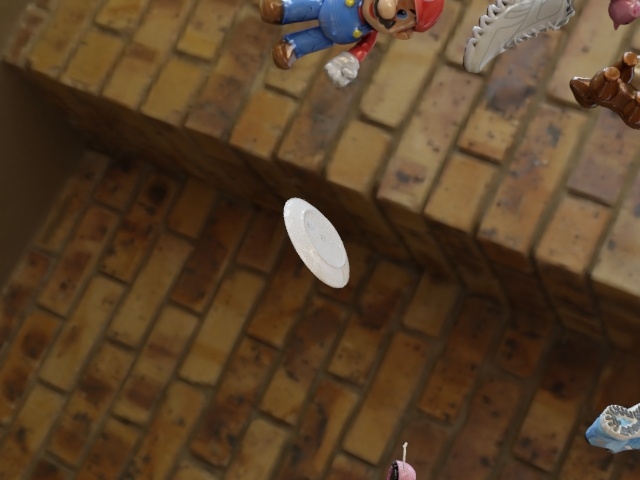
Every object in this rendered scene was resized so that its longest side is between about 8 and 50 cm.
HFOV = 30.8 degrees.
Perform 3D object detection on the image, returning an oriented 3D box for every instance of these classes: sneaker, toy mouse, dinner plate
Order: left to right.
[{"bbox_3d":[0.000,0.000,1.594,0.017,0.141,0.141,-34,-13,24],"label":"dinner plate"},{"bbox_3d":[0.105,0.349,1.521,0.143,0.031,0.161,133,142,-73],"label":"toy mouse"},{"bbox_3d":[0.365,-0.397,2.024,0.292,0.118,0.110,-48,-6,8],"label":"sneaker"},{"bbox_3d":[0.445,0.278,1.693,0.162,0.063,0.073,13,-42,-37],"label":"sneaker"}]

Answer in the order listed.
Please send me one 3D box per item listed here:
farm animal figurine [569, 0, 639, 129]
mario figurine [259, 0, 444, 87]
[{"bbox_3d":[0.455,-0.245,1.449,0.172,0.327,0.330,96,-169,-66],"label":"farm animal figurine"},{"bbox_3d":[0.055,-0.390,1.983,0.198,0.320,0.170,58,-153,-49],"label":"mario figurine"}]
